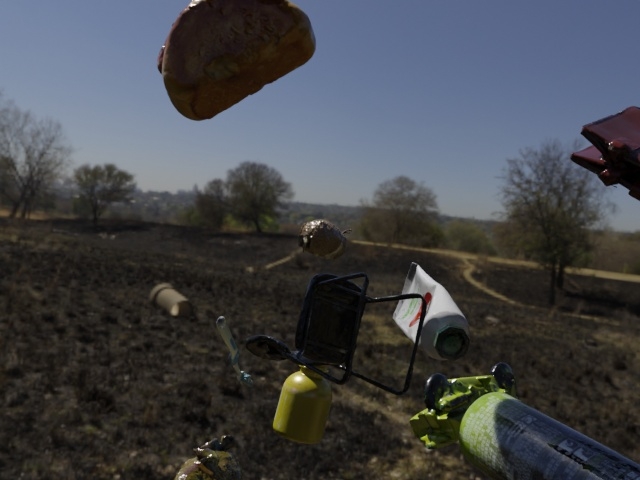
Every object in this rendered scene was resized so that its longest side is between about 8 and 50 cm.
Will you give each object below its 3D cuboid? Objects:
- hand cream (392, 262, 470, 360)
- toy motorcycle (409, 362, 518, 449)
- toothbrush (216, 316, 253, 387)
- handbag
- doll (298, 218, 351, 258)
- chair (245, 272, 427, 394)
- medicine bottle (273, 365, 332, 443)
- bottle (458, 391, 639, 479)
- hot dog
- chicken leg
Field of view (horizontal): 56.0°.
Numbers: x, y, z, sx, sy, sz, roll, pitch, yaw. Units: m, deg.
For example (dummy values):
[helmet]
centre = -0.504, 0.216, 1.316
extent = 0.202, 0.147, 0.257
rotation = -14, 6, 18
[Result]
[hand cream]
centre = 0.178, 0.124, 1.027
extent = 0.076, 0.121, 0.336
rotation = 22, 6, -7
[toy motorcycle]
centre = 0.340, 0.384, 1.321
extent = 0.342, 0.206, 0.142
rotation = 4, -25, -41
[toothbrush]
centre = -0.223, 0.289, 1.528
extent = 0.040, 0.040, 0.386
rotation = 7, -35, 11
[handbag]
centre = 0.553, -0.116, 0.949
extent = 0.260, 0.084, 0.275
rotation = 37, 38, 24
[doll]
centre = -0.005, -0.005, 1.703
extent = 0.105, 0.115, 0.221
rotation = 46, 21, 30
[chair]
centre = 0.014, 0.124, 0.867
extent = 0.221, 0.145, 0.140
rotation = 3, -15, 46
[medicine bottle]
centre = -0.030, 0.356, 1.419
extent = 0.121, 0.213, 0.122
rotation = 15, -3, 1
[bottle]
centre = 0.263, 0.241, 0.557
extent = 0.093, 0.093, 0.330
rotation = 6, 5, -25
[hot dog]
centre = -0.147, -0.317, 0.969
extent = 0.256, 0.153, 0.150
rotation = -31, -14, -3
[chicken leg]
centre = -0.280, 0.587, 1.332
extent = 0.140, 0.212, 0.361
rotation = -17, 0, 17
